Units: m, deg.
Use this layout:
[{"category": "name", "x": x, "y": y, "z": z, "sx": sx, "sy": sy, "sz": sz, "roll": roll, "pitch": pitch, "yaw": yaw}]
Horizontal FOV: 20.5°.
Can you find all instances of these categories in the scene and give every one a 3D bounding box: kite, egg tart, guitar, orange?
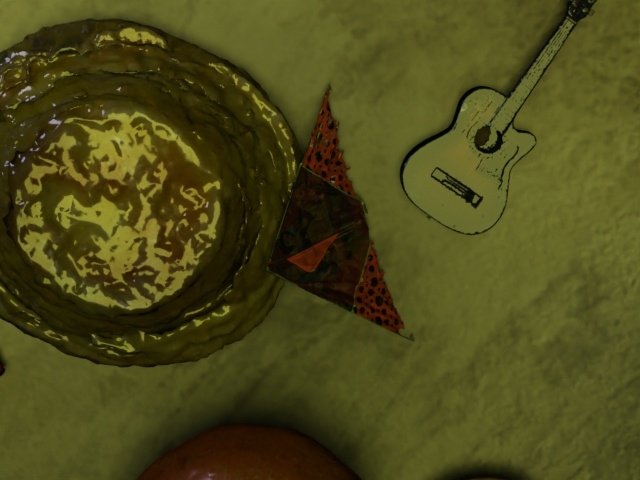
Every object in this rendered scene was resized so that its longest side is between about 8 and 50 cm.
[{"category": "kite", "x": -0.001, "y": 0.000, "z": 1.382, "sx": 0.125, "sy": 0.008, "sz": 0.222, "roll": -28, "pitch": 105, "yaw": -42}, {"category": "egg tart", "x": -0.152, "y": -0.028, "z": 1.359, "sx": 0.294, "sy": 0.123, "sz": 0.294, "roll": -1, "pitch": 100, "yaw": -4}, {"category": "guitar", "x": 0.153, "y": -0.112, "z": 1.401, "sx": 0.088, "sy": 0.025, "sz": 0.233, "roll": 33, "pitch": 96, "yaw": -6}, {"category": "orange", "x": -0.059, "y": 0.252, "z": 1.387, "sx": 0.224, "sy": 0.170, "sz": 0.224, "roll": -2, "pitch": 83, "yaw": 13}]

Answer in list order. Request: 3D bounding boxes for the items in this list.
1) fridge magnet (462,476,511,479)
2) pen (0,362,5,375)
[{"category": "fridge magnet", "x": 0.135, "y": 0.262, "z": 1.444, "sx": 0.143, "sy": 0.063, "sz": 0.143, "roll": 0, "pitch": 103, "yaw": -2}, {"category": "pen", "x": -0.319, "y": 0.008, "z": 1.410, "sx": 0.028, "sy": 0.028, "sz": 0.239, "roll": -27, "pitch": 99, "yaw": 3}]
